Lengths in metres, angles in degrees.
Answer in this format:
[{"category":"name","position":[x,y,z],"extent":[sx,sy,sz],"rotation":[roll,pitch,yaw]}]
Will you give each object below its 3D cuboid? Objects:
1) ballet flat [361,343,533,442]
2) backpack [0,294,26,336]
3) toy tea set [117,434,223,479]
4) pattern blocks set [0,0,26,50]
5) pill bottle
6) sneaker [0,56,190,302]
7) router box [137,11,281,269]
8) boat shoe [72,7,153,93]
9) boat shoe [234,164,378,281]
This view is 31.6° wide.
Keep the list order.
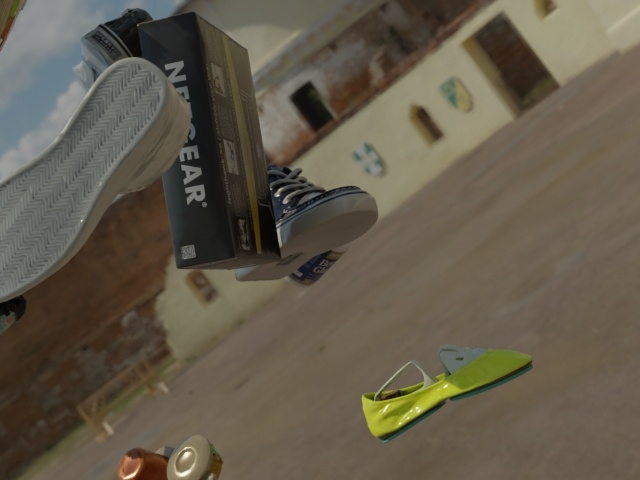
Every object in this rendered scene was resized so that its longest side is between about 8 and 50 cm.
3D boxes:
[{"category":"ballet flat","position":[0.150,0.175,1.413],"extent":[0.231,0.077,0.077],"rotation":[-30,-5,21]},{"category":"backpack","position":[-0.564,0.126,1.752],"extent":[0.182,0.152,0.115],"rotation":[-46,-22,-30]},{"category":"toy tea set","position":[-0.183,0.416,1.671],"extent":[0.200,0.124,0.336],"rotation":[-40,41,10]},{"category":"pattern blocks set","position":[-0.385,-0.332,1.456],"extent":[0.285,0.026,0.324],"rotation":[-37,29,62]},{"category":"pill bottle","position":[0.000,0.000,2.008],"extent":[0.169,0.094,0.094],"rotation":[-47,-4,34]},{"category":"sneaker","position":[-0.240,-0.048,1.156],"extent":[0.292,0.108,0.169],"rotation":[-46,-6,2]},{"category":"router box","position":[-0.138,-0.117,1.470],"extent":[0.081,0.308,0.243],"rotation":[-10,-4,11]},{"category":"boat shoe","position":[-0.287,-0.258,1.629],"extent":[0.105,0.113,0.306],"rotation":[-42,-2,-16]},{"category":"boat shoe","position":[-0.043,-0.054,1.679],"extent":[0.127,0.158,0.340],"rotation":[-2,-17,-35]}]
